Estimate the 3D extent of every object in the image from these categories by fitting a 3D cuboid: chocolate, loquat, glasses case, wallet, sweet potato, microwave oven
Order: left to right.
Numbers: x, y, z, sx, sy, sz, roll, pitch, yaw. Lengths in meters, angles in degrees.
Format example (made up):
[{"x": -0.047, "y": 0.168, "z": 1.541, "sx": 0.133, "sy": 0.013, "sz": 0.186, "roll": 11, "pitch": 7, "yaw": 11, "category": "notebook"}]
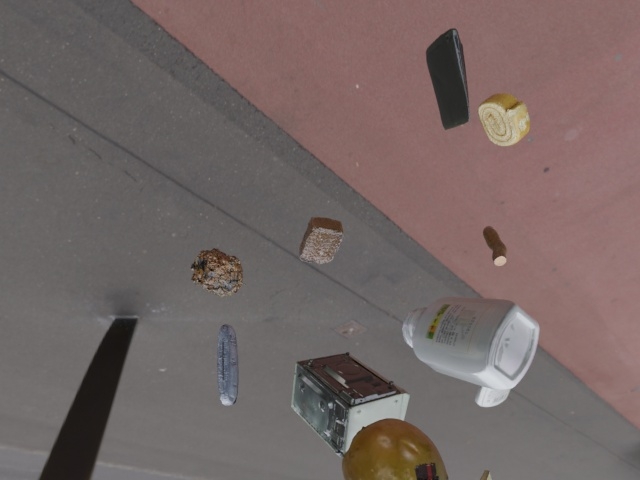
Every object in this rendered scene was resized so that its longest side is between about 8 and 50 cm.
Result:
[{"x": -0.333, "y": 0.442, "z": 1.514, "sx": 0.067, "sy": 0.282, "sz": 0.109, "roll": -11, "pitch": 154, "yaw": 4, "category": "glasses case"}, {"x": 0.000, "y": 0.000, "z": 1.717, "sx": 0.148, "sy": 0.093, "sz": 0.214, "roll": 9, "pitch": 140, "yaw": -16, "category": "chocolate"}, {"x": 0.113, "y": 0.641, "z": 1.731, "sx": 0.333, "sy": 0.394, "sz": 0.247, "roll": 3, "pitch": 99, "yaw": -35, "category": "microwave oven"}, {"x": 0.199, "y": 0.647, "z": 1.163, "sx": 0.276, "sy": 0.284, "sz": 0.276, "roll": -14, "pitch": 133, "yaw": -15, "category": "loquat"}, {"x": 0.218, "y": 0.528, "z": 0.807, "sx": 0.028, "sy": 0.182, "sz": 0.086, "roll": 11, "pitch": 142, "yaw": -16, "category": "chocolate"}, {"x": 0.362, "y": -0.440, "z": 1.175, "sx": 0.052, "sy": 0.168, "sz": 0.245, "roll": -15, "pitch": 98, "yaw": -7, "category": "wallet"}, {"x": 0.721, "y": 0.000, "z": 1.754, "sx": 0.067, "sy": 0.281, "sz": 0.059, "roll": 11, "pitch": 127, "yaw": -2, "category": "sweet potato"}]

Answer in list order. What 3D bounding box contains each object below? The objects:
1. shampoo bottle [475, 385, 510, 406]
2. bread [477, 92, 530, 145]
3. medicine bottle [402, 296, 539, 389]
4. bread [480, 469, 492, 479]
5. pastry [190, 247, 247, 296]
[{"x": 0.515, "y": 0.402, "z": 1.222, "sx": 0.108, "sy": 0.051, "sz": 0.220, "roll": -12, "pitch": 130, "yaw": -10, "category": "shampoo bottle"}, {"x": 0.530, "y": -0.349, "z": 1.207, "sx": 0.073, "sy": 0.122, "sz": 0.149, "roll": -38, "pitch": 110, "yaw": -19, "category": "bread"}, {"x": 0.320, "y": 0.220, "z": 0.970, "sx": 0.124, "sy": 0.179, "sz": 0.324, "roll": 36, "pitch": 163, "yaw": -16, "category": "medicine bottle"}, {"x": 0.503, "y": 0.793, "z": 1.307, "sx": 0.028, "sy": 0.154, "sz": 0.068, "roll": -12, "pitch": 103, "yaw": 41, "category": "bread"}, {"x": -0.485, "y": 0.166, "z": 1.959, "sx": 0.275, "sy": 0.192, "sz": 0.275, "roll": 7, "pitch": 143, "yaw": 5, "category": "pastry"}]
